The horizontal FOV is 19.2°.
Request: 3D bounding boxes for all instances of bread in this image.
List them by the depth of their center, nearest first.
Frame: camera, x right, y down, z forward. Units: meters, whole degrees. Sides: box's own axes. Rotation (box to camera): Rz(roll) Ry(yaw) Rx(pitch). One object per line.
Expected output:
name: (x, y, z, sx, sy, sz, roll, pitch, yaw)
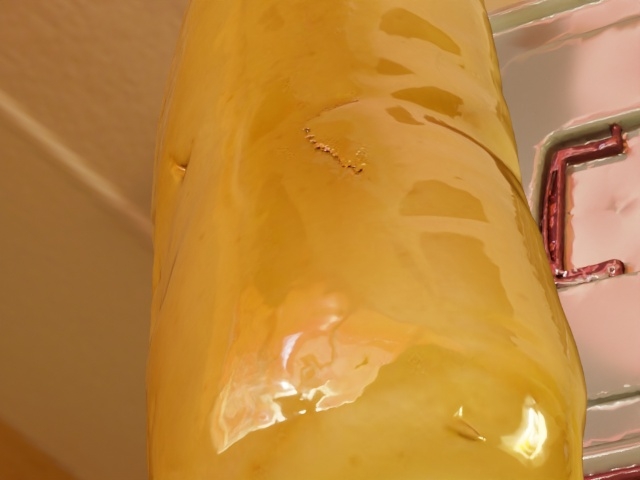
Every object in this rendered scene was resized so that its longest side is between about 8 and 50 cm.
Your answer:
bread: (0.000, 0.000, 0.518, 0.091, 0.305, 0.142, 8, -58, -9)

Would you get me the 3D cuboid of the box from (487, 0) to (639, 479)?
box: (0.163, 0.023, 0.874, 0.193, 0.294, 0.167, -14, -41, 25)
